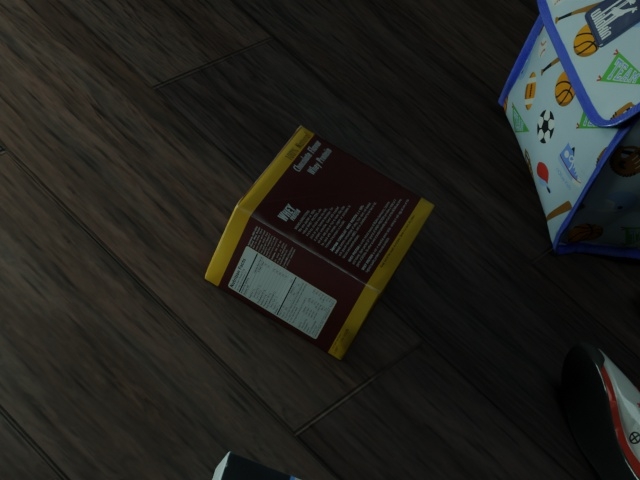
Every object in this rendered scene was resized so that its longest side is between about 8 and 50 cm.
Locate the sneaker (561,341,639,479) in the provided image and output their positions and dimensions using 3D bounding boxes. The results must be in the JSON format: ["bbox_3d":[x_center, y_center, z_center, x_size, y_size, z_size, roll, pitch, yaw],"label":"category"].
[{"bbox_3d":[0.398,0.241,1.726,0.145,0.090,0.270,-1,52,-29],"label":"sneaker"}]

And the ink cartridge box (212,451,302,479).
[{"bbox_3d":[-0.030,0.334,1.447,0.206,0.045,0.208,23,43,-6],"label":"ink cartridge box"}]

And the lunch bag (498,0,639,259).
[{"bbox_3d":[0.419,-0.214,1.962,0.239,0.385,0.328,3,48,-20],"label":"lunch bag"}]

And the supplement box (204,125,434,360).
[{"bbox_3d":[0.000,0.000,1.731,0.194,0.129,0.191,31,42,4],"label":"supplement box"}]
